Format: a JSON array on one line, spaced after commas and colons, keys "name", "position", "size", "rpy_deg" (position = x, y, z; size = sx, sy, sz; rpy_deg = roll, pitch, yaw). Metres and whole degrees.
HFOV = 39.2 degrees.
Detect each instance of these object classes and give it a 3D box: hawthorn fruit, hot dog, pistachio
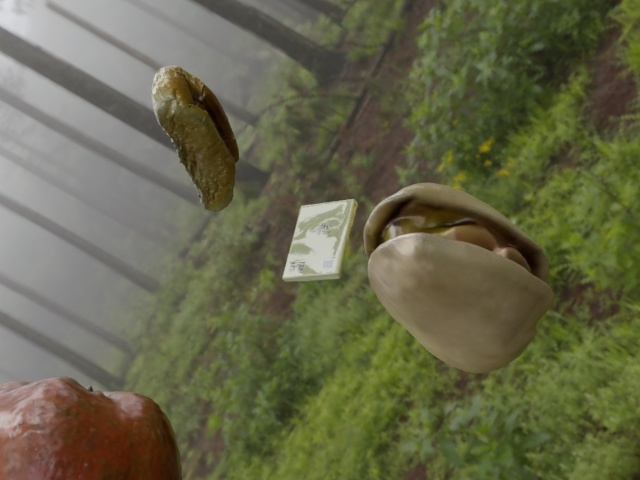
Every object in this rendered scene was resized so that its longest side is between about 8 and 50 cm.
[{"name": "hawthorn fruit", "position": [-0.191, 0.192, 0.658], "size": [0.189, 0.189, 0.189], "rpy_deg": [-60, 2, 4]}, {"name": "hot dog", "position": [-0.157, -0.135, 1.220], "size": [0.242, 0.073, 0.084], "rpy_deg": [70, -164, -50]}, {"name": "pistachio", "position": [0.163, 0.045, 1.095], "size": [0.213, 0.318, 0.193], "rpy_deg": [-18, 50, 27]}]

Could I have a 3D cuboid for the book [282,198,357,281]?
[{"name": "book", "position": [0.000, 0.000, 1.093], "size": [0.014, 0.077, 0.111], "rpy_deg": [53, -139, -45]}]
